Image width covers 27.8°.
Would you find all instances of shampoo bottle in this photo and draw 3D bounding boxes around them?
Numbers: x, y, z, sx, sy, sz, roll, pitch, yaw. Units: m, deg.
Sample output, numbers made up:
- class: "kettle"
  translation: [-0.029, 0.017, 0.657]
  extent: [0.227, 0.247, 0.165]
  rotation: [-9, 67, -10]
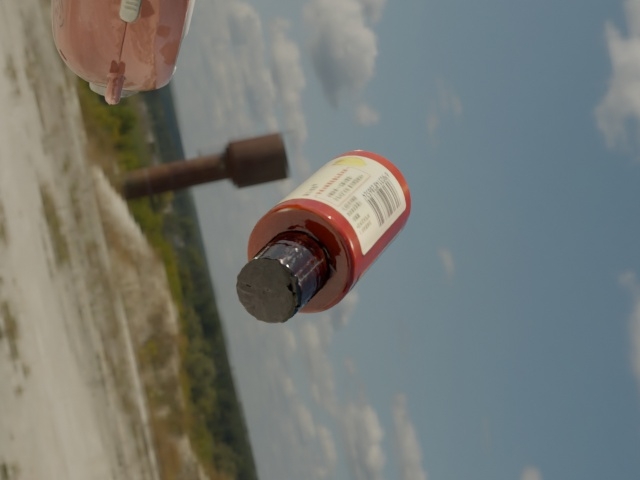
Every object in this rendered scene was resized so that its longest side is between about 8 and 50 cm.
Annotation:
- class: "shampoo bottle"
  translation: [0.000, 0.000, 1.192]
  extent: [0.278, 0.104, 0.104]
  rotation: [-44, 127, -63]

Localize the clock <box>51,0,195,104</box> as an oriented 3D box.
- class: "clock"
  translation: [-0.172, -0.239, 1.098]
  extent: [0.227, 0.142, 0.241]
  rotation: [-99, -162, -61]
